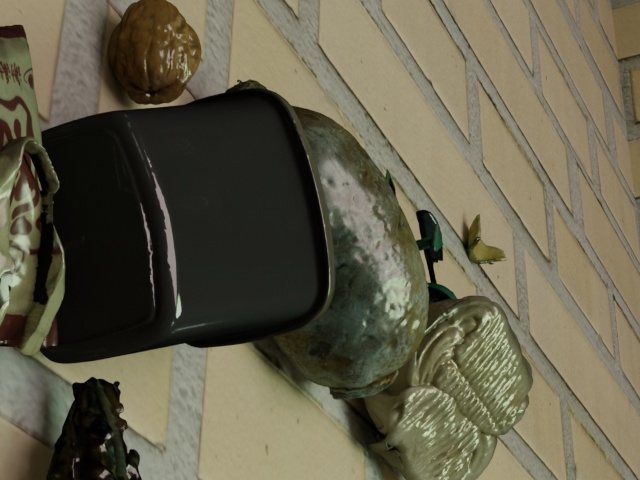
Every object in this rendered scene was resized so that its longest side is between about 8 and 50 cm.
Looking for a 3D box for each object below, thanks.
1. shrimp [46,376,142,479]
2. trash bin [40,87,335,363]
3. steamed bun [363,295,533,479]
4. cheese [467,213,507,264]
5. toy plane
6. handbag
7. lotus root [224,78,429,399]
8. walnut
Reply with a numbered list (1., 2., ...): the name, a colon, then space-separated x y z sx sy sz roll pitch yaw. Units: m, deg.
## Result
1. shrimp: -0.139 0.287 1.048 0.233 0.071 0.365 46 35 -67
2. trash bin: -0.108 -0.012 1.143 0.290 0.182 0.209 -11 88 -63
3. steamed bun: 0.127 0.165 1.641 0.144 0.211 0.218 32 -16 49
4. cheese: 0.247 0.010 2.156 0.084 0.041 0.060 43 29 -29
5. toy plane: 0.139 0.098 1.777 0.155 0.106 0.382 -76 145 -60
6. handbag: -0.235 -0.032 0.912 0.213 0.127 0.235 -12 90 -70
7. lotus root: 0.001 0.000 1.405 0.349 0.175 0.175 65 24 -17
8. walnut: -0.147 -0.169 1.272 0.079 0.082 0.096 94 -4 -58
